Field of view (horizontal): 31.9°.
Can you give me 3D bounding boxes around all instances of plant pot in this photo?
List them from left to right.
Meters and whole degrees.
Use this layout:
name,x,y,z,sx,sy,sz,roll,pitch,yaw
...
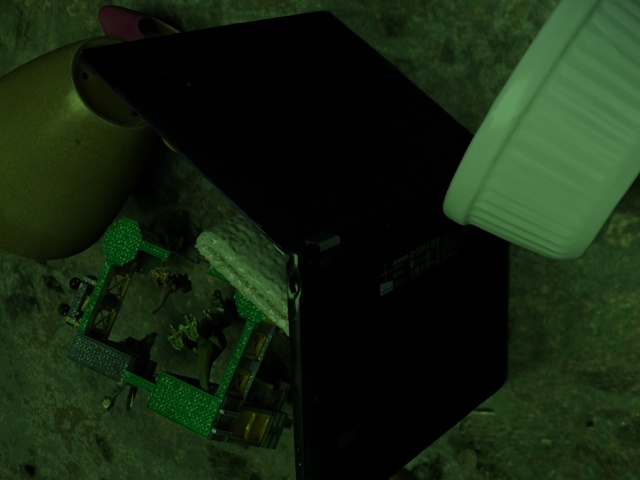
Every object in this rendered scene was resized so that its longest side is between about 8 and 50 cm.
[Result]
name,x,y,z,sx,sy,sz,roll,pitch,yaw
plant pot,-0.294,-0.131,1.338,0.254,0.237,0.237,-32,85,46

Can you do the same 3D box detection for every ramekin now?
name,x,y,z,sx,sy,sz,roll,pitch,yaw
ramekin,0.231,-0.104,0.984,0.127,0.273,0.273,33,122,9

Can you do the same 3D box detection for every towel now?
name,x,y,z,sx,sy,sz,roll,pitch,yaw
towel,0.016,0.054,1.228,0.282,0.187,0.049,41,128,17

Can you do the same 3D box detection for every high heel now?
name,x,y,z,sx,sy,sz,roll,pitch,yaw
high heel,-0.157,-0.244,1.319,0.244,0.082,0.117,37,127,18

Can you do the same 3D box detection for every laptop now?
name,x,y,z,sx,sy,sz,roll,pitch,yaw
laptop,0.000,0.000,1.098,0.236,0.382,0.408,10,110,34

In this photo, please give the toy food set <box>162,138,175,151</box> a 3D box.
name,x,y,z,sx,sy,sz,roll,pitch,yaw
toy food set,-0.074,-0.139,1.227,0.104,0.232,0.111,-42,58,22

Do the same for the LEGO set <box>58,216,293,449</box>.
name,x,y,z,sx,sy,sz,roll,pitch,yaw
LEGO set,-0.144,0.121,1.409,0.331,0.192,0.255,11,82,30
